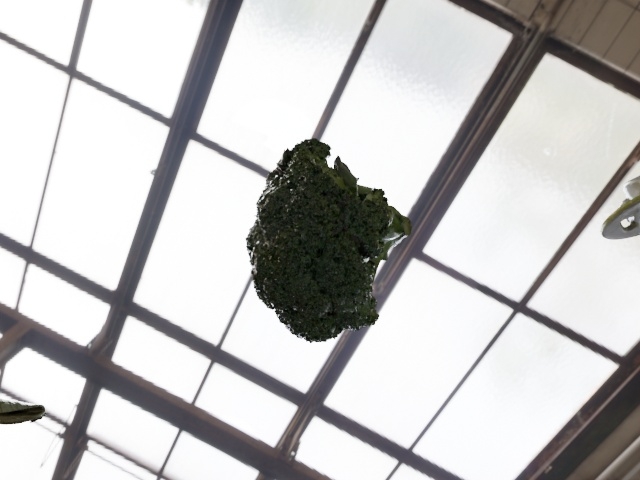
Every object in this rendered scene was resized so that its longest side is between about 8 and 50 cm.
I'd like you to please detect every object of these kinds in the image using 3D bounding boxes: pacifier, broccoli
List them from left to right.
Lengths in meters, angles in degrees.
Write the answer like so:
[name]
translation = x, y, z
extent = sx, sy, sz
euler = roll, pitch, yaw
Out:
[broccoli]
translation = 0.000, 0.000, 0.584
extent = 0.156, 0.195, 0.195
euler = -26, -124, -37
[pacifier]
translation = 0.192, -0.010, 0.310
extent = 0.068, 0.083, 0.064
euler = 27, -140, -52

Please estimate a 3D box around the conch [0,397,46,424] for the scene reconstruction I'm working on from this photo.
[conch]
translation = -0.513, 0.211, 0.798
extent = 0.137, 0.234, 0.114
euler = 64, -175, -61
